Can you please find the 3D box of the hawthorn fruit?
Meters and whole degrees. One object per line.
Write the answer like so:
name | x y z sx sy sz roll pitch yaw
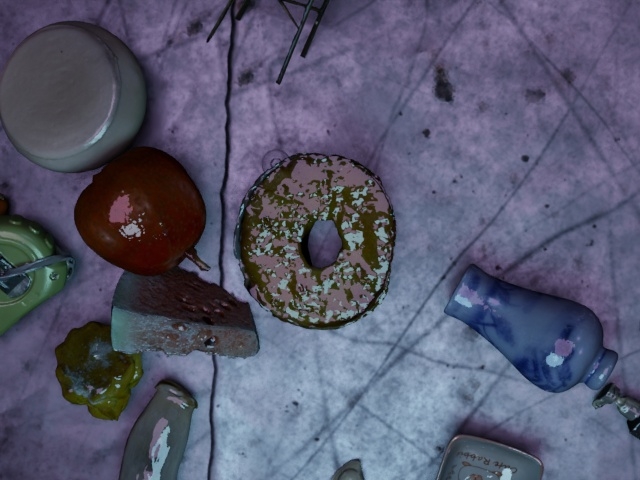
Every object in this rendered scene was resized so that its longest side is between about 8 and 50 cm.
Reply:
hawthorn fruit | -0.254 -0.029 1.468 0.225 0.196 0.196 43 95 -12

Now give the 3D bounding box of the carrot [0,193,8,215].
carrot | -0.575 0.029 1.563 0.043 0.043 0.248 33 96 2

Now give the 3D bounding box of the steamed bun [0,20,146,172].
steamed bun | -0.370 -0.214 1.483 0.232 0.145 0.232 -2 84 16

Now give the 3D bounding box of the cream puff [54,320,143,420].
cream puff | -0.345 0.209 1.524 0.146 0.116 0.146 0 55 -1

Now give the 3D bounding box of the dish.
dish | 0.244 0.408 1.501 0.151 0.077 0.212 17 94 2

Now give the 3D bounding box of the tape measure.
tape measure | -0.494 0.049 1.514 0.200 0.106 0.175 -34 111 5

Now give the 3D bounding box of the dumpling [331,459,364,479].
dumpling | 0.042 0.392 1.535 0.059 0.043 0.077 -2 96 26

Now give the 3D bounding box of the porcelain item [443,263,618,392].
porcelain item | 0.319 0.134 1.460 0.259 0.141 0.141 31 95 11

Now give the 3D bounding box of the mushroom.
mushroom | -0.268 0.396 1.531 0.109 0.097 0.351 8 91 3

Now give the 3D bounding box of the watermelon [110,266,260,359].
watermelon | -0.203 0.117 1.515 0.241 0.154 0.094 17 129 -6

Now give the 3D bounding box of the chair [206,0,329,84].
chair | -0.037 -0.408 1.384 0.170 0.160 0.325 31 122 0

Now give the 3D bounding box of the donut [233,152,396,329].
donut | 0.000 0.000 1.491 0.272 0.107 0.272 1 96 8

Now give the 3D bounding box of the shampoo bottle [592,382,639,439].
shampoo bottle | 0.519 0.293 1.485 0.208 0.057 0.063 36 102 4
